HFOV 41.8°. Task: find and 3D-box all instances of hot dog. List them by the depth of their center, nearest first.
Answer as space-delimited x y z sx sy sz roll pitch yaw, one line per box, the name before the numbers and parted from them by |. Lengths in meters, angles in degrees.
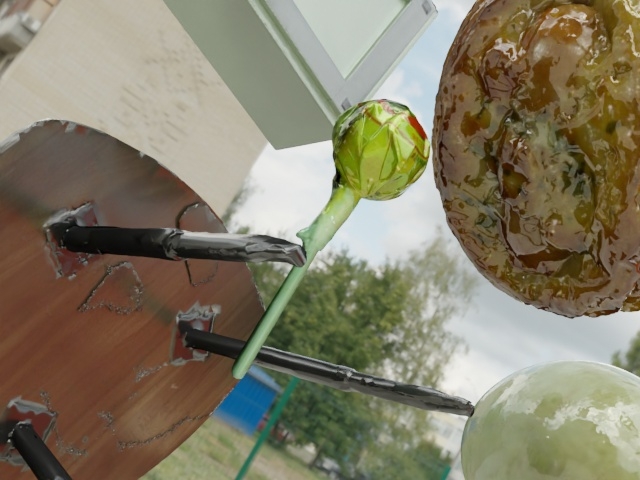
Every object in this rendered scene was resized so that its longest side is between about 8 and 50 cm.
hot dog | 0.183 -0.070 0.610 0.196 0.122 0.272 19 -53 38

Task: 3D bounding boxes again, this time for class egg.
egg | 0.261 0.236 0.902 0.218 0.218 0.295 35 -13 -15

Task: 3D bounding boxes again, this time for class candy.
candy | 0.000 0.000 0.507 0.062 0.194 0.058 34 -4 -20

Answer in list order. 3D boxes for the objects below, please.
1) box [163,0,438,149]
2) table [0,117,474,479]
box | -0.013 -0.256 0.872 0.117 0.225 0.225 -3 -47 48
table | -0.083 0.084 0.551 0.249 0.317 0.317 16 -18 40
